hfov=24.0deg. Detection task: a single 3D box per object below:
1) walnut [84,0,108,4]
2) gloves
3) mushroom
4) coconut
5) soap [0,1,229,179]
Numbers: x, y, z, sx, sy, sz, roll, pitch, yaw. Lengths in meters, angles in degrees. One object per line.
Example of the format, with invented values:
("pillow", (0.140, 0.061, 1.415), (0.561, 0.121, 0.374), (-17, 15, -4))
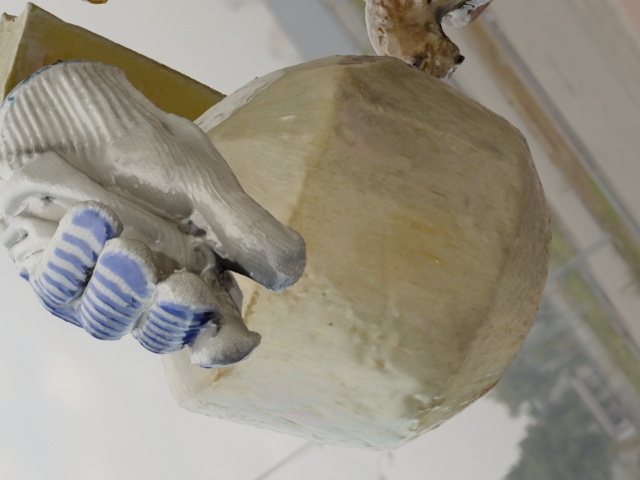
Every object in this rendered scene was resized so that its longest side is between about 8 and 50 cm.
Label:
("walnut", (-0.231, -0.271, 1.439), (0.091, 0.052, 0.121), (41, 170, -30))
("gloves", (-0.086, -0.008, 0.702), (0.229, 0.119, 0.097), (49, 163, 53))
("mushroom", (0.115, -0.350, 1.844), (0.267, 0.267, 0.254), (52, -148, -20))
("coconut", (0.000, 0.000, 1.427), (0.415, 0.415, 0.345), (52, -172, -22))
("soap", (-0.246, -0.129, 1.771), (0.315, 0.199, 0.091), (23, 162, -31))
